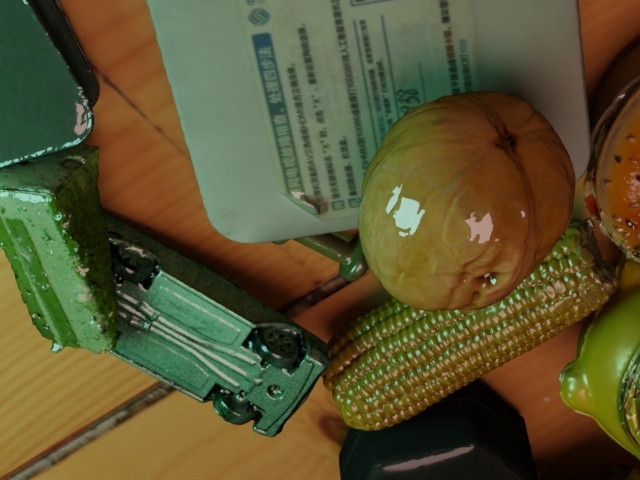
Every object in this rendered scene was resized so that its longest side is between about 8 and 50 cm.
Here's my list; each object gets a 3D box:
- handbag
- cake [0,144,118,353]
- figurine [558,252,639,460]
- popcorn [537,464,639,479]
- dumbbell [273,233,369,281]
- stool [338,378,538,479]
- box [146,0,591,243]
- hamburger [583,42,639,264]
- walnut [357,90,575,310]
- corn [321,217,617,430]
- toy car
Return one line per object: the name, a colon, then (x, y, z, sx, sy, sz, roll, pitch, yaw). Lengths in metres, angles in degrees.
handbag: (-0.367, -0.171, 1.629, 0.260, 0.079, 0.247, -17, 127, 12)
cake: (-0.258, 0.006, 1.753, 0.100, 0.099, 0.235, 7, 135, 24)
figurine: (0.437, 0.151, 1.884, 0.340, 0.231, 0.324, 26, 98, -14)
popcorn: (0.348, 0.359, 2.046, 0.250, 0.190, 0.250, 6, 169, 1)
dumbbell: (0.000, 0.000, 1.817, 0.118, 0.052, 0.046, 28, 145, -24)
stool: (0.134, 0.271, 1.994, 0.232, 0.141, 0.232, -3, 129, -4)
box: (0.046, -0.189, 1.629, 0.396, 0.111, 0.396, -9, 129, 3)
hamburger: (0.408, -0.082, 1.705, 0.300, 0.176, 0.300, -2, 128, -3)
walnut: (0.133, -0.032, 1.578, 0.195, 0.195, 0.222, 9, 137, -12)
corn: (0.159, 0.088, 1.853, 0.344, 0.131, 0.131, -29, 126, 18)
toy car: (-0.148, 0.081, 1.831, 0.320, 0.097, 0.141, 30, 123, -7)
